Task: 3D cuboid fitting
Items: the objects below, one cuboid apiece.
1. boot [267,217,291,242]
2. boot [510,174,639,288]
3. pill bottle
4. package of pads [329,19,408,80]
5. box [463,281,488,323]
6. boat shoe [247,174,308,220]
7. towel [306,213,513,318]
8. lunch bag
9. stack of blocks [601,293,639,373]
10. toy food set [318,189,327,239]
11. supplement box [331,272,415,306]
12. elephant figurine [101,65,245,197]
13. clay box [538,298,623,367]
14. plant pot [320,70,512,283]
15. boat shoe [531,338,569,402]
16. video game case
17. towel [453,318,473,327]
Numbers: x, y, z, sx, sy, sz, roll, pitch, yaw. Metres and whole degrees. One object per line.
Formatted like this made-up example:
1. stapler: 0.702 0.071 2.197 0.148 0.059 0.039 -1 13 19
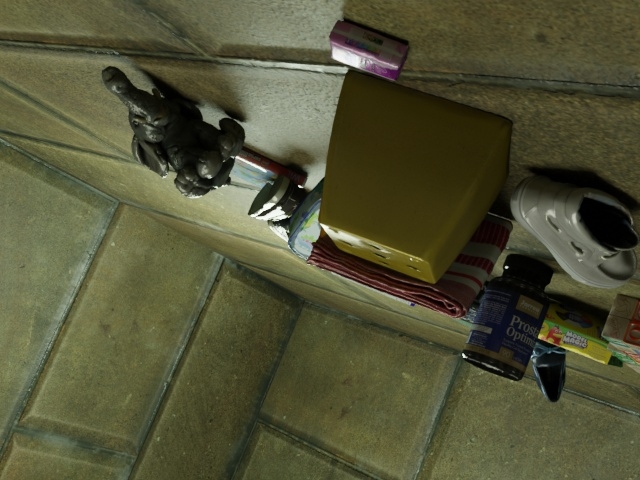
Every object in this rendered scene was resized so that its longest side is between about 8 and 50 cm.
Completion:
1. boot: -0.002 0.001 2.059 0.236 0.085 0.178 35 167 -31
2. boot: 0.371 0.003 1.112 0.258 0.095 0.123 29 176 -32
3. pill bottle: 0.359 0.144 1.589 0.122 0.219 0.123 22 172 3
4. package of pads: 0.051 -0.203 0.901 0.083 0.032 0.050 22 174 6
5. box: 0.404 0.165 2.091 0.295 0.073 0.293 23 172 -9
6. boat shoe: -0.088 -0.074 1.694 0.068 0.081 0.228 29 167 -14
7. towel: 0.150 -0.003 1.269 0.237 0.037 0.329 20 -151 16
8. lunch bag: 0.063 -0.020 1.578 0.219 0.090 0.176 23 133 -16
9. stack of blocks: 0.653 0.200 1.623 0.171 0.087 0.297 14 168 45
10. toy food set: 0.109 -0.016 1.443 0.232 0.105 0.111 11 -158 0
11. supplement box: 0.144 0.062 1.997 0.220 0.111 0.114 21 171 8
12. elephant figurine: -0.263 -0.193 1.472 0.239 0.186 0.169 32 -145 4
13. clay box: 0.542 0.190 1.790 0.222 0.053 0.127 20 -158 12
14. plant pot: 0.110 -0.064 1.079 0.212 0.187 0.212 21 172 15
15. boat shoe: 0.533 0.259 1.930 0.109 0.089 0.258 -16 119 13
16. video game case: -0.181 -0.167 1.726 0.285 0.025 0.204 24 171 -13
17. towel: 0.373 0.181 2.394 0.370 0.040 0.271 26 170 -10
